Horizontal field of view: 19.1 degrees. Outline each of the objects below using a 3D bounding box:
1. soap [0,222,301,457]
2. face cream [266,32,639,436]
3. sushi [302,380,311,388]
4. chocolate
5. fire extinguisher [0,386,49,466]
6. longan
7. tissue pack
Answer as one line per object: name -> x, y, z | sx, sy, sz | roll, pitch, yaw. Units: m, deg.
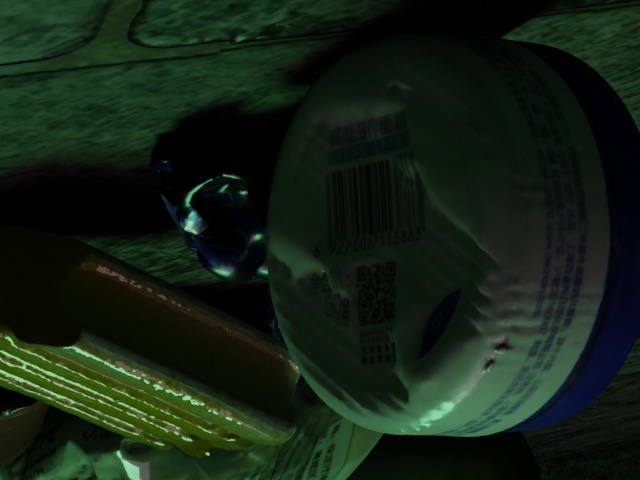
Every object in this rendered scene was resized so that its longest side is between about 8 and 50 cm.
soap -> -0.136, 0.063, 1.156 | 0.140, 0.073, 0.232 | -11, 150, 43
face cream -> 0.063, -0.003, 0.968 | 0.111, 0.206, 0.206 | 0, 162, -38
sushi -> 0.086, 0.063, 1.466 | 0.201, 0.031, 0.139 | -49, 154, 18
chocolate -> -0.002, 0.001, 1.181 | 0.148, 0.126, 0.343 | 23, 170, 20
fire extinguisher -> -0.230, 0.094, 1.386 | 0.147, 0.106, 0.337 | -35, 176, -19
longan -> 0.097, 0.297, 2.066 | 0.319, 0.319, 0.319 | -12, 167, -3
tissue pack -> -0.117, 0.183, 1.614 | 0.390, 0.195, 0.375 | -14, 168, -46
